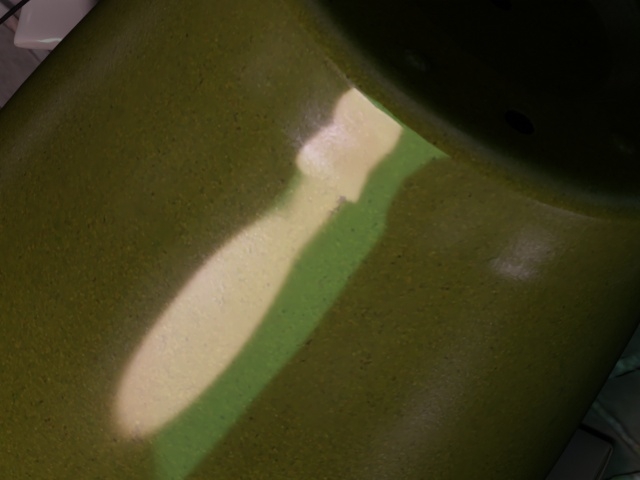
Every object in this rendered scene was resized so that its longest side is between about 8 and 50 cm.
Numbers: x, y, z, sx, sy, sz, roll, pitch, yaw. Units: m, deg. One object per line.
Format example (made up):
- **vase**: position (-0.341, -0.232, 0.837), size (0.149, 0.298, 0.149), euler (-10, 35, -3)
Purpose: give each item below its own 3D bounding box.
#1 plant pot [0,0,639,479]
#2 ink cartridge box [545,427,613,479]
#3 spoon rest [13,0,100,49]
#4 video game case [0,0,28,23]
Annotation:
- **plant pot**: position (0.000, 0.000, 0.732), size (0.366, 0.366, 0.353), euler (37, 131, -1)
- **ink cartridge box**: position (0.091, 0.187, 1.030), size (0.153, 0.087, 0.208), euler (26, 142, 14)
- **spoon rest**: position (-0.189, -0.190, 0.794), size (0.137, 0.084, 0.276), euler (3, 162, 18)
- **video game case**: position (-0.142, -0.227, 0.632), size (0.275, 0.035, 0.248), euler (-36, 135, 17)
